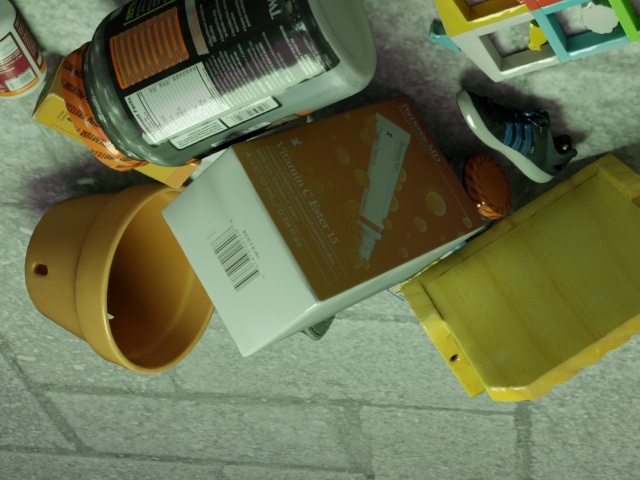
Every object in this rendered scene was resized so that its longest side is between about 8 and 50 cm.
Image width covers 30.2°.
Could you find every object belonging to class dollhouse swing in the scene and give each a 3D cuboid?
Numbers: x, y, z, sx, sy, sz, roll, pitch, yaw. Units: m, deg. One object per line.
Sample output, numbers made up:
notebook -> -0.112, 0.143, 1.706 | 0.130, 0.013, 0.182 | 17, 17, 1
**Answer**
dollhouse swing -> 0.341, 0.110, 1.598 | 0.347, 0.305, 0.315 | -33, 136, 3

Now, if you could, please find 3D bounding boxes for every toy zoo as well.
toy zoo -> 0.259, -0.283, 1.400 | 0.293, 0.030, 0.192 | -13, 140, 30

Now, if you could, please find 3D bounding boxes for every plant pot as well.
plant pot -> -0.314, 0.044, 1.832 | 0.203, 0.291, 0.291 | 10, 150, 30

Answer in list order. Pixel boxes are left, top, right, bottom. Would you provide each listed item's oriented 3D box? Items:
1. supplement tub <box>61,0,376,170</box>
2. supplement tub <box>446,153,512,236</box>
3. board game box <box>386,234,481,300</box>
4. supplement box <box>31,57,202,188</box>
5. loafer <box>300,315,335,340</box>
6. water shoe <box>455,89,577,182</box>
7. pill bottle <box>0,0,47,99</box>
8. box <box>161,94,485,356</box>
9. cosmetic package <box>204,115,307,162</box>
supplement tub -> -0.122, -0.215, 1.395 | 0.338, 0.207, 0.207 | -20, 137, 22
supplement tub -> 0.170, -0.049, 1.690 | 0.190, 0.117, 0.117 | -22, 135, 38
board game box -> 0.158, 0.023, 1.872 | 0.136, 0.035, 0.201 | 33, 140, -31
supplement box -> -0.280, -0.163, 1.670 | 0.233, 0.080, 0.078 | 25, 143, -24
loafer -> -0.052, 0.068, 1.960 | 0.087, 0.094, 0.251 | 14, 145, 41
water shoe -> 0.261, -0.155, 1.572 | 0.080, 0.073, 0.203 | -40, 130, 23
pill bottle -> -0.426, -0.263, 1.550 | 0.086, 0.086, 0.152 | -1, 144, 16
box -> 0.011, -0.028, 1.511 | 0.168, 0.345, 0.215 | -38, 80, 43
cosmetic package -> -0.143, -0.173, 1.617 | 0.231, 0.085, 0.117 | 18, 145, -16
